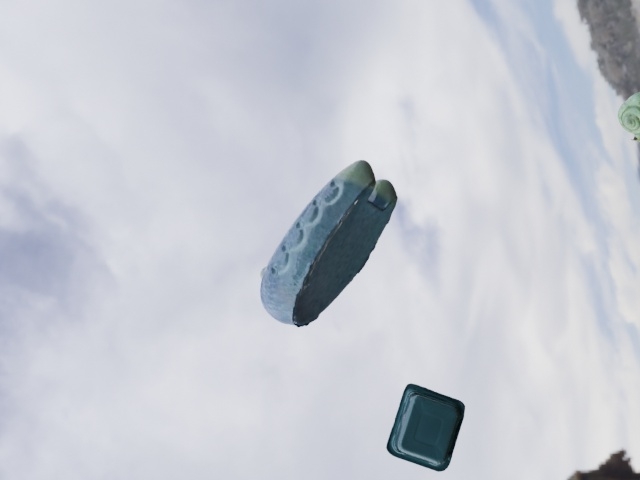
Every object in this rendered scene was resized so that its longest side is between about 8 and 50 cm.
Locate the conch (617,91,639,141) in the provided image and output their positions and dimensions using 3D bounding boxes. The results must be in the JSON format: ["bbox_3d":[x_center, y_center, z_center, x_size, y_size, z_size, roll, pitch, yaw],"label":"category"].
[{"bbox_3d":[0.648,-0.250,1.380,0.079,0.170,0.106,48,154,33],"label":"conch"}]

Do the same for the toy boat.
[{"bbox_3d":[0.000,0.000,1.297,0.330,0.123,0.215,-58,-25,6],"label":"toy boat"}]

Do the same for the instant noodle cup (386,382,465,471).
[{"bbox_3d":[0.252,0.444,1.678,0.070,0.157,0.179,75,-147,-79],"label":"instant noodle cup"}]
